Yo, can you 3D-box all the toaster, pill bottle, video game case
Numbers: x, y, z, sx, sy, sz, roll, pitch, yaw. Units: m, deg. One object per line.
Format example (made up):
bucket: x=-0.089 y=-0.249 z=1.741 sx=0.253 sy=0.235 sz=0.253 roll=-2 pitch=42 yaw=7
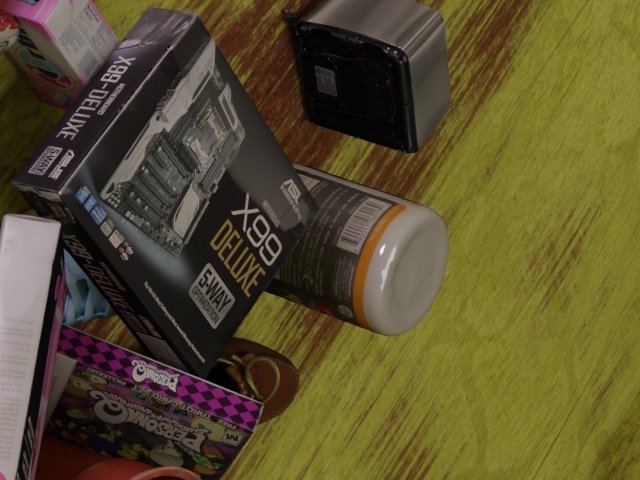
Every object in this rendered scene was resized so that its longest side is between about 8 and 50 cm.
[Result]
toaster: x=0.062 y=-0.219 z=2.279 sx=0.110 sy=0.168 sz=0.185 roll=-49 pitch=145 yaw=-36
pill bottle: x=0.000 y=0.000 z=2.190 sx=0.162 sy=0.278 sz=0.162 roll=-33 pitch=133 yaw=-45
video game case: x=-0.199 y=0.188 z=1.958 sx=0.210 sy=0.232 sz=0.042 roll=124 pitch=-14 yaw=-55

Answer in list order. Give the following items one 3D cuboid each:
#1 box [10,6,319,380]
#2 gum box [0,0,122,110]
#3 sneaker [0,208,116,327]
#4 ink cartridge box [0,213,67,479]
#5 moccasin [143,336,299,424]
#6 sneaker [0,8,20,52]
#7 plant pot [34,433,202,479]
box: x=-0.148 y=-0.045 z=1.871 sx=0.242 sy=0.076 sz=0.307 roll=-55 pitch=136 yaw=-24
gum box: x=-0.264 y=-0.201 z=1.822 sx=0.062 sy=0.107 sz=0.188 roll=-59 pitch=148 yaw=-19
sneaker: x=-0.230 y=0.028 z=1.966 sx=0.366 sy=0.150 sz=0.135 roll=-37 pitch=135 yaw=-43
ink cartridge box: x=-0.298 y=0.177 z=1.720 sx=0.176 sy=0.069 sz=0.371 roll=105 pitch=-5 yaw=-66
moccasin: x=-0.137 y=0.188 z=2.207 sx=0.380 sy=0.147 sz=0.139 roll=10 pitch=98 yaw=-59
sneaker: x=-0.378 y=-0.158 z=1.692 sx=0.225 sy=0.088 sz=0.092 roll=-29 pitch=139 yaw=-29
plant pot: x=-0.295 y=0.317 z=1.913 sx=0.272 sy=0.265 sz=0.272 roll=-34 pitch=134 yaw=-44
